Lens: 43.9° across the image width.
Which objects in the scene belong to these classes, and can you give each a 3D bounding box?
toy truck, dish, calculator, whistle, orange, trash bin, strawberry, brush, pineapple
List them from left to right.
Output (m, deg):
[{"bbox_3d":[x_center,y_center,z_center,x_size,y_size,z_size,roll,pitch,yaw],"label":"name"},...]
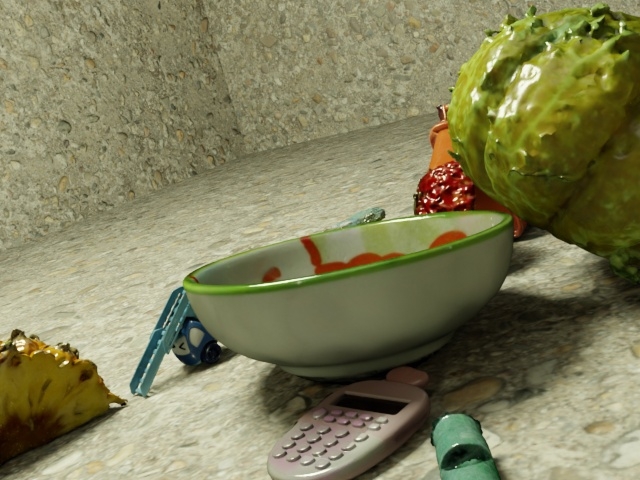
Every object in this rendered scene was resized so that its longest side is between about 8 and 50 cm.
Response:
[{"bbox_3d":[-0.316,0.150,0.786,0.079,0.135,0.233,-3,16,45],"label":"pineapple"},{"bbox_3d":[-0.157,0.123,0.901,0.063,0.074,0.136,-5,57,48],"label":"toy truck"},{"bbox_3d":[0.000,0.000,1.103,0.196,0.021,0.070,-27,8,-19],"label":"brush"},{"bbox_3d":[0.028,0.146,0.627,0.103,0.024,0.166,-3,19,47],"label":"calculator"},{"bbox_3d":[0.035,0.063,0.780,0.324,0.124,0.324,-11,6,1],"label":"dish"},{"bbox_3d":[0.159,-0.031,0.974,0.086,0.145,0.145,-3,15,17],"label":"strawberry"},{"bbox_3d":[0.092,0.156,0.462,0.039,0.039,0.186,-15,12,5],"label":"whistle"},{"bbox_3d":[0.229,-0.101,1.135,0.161,0.184,0.239,-14,17,24],"label":"trash bin"},{"bbox_3d":[0.276,-0.108,0.783,0.223,0.300,0.301,-57,-2,14],"label":"orange"}]
